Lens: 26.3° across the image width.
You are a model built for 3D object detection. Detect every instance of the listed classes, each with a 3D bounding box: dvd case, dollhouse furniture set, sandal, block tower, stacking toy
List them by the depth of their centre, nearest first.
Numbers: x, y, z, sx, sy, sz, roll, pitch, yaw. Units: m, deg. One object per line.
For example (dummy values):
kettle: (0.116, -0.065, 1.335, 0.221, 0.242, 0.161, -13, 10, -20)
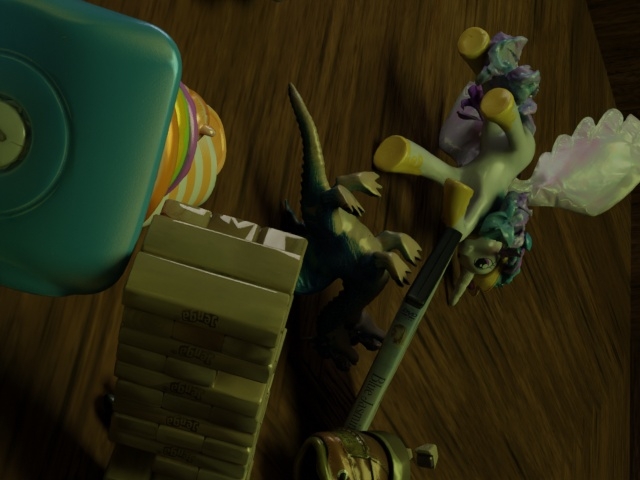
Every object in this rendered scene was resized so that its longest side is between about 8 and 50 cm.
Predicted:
block tower: (-0.083, 0.117, 0.878, 0.335, 0.097, 0.091, 107, 0, -47)
stacking toy: (-0.140, -0.074, 0.883, 0.302, 0.175, 0.165, -26, 135, -74)
sandal: (-0.113, -0.075, 1.086, 0.265, 0.076, 0.102, -34, 116, -66)
dvd case: (0.070, 0.122, 1.389, 0.253, 0.022, 0.180, -67, 172, 28)
dollhouse furniture set: (0.080, 0.285, 1.498, 0.081, 0.091, 0.114, -33, 119, -50)

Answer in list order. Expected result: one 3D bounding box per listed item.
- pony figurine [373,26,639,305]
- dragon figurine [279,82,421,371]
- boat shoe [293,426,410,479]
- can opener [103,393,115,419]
pony figurine: (0.238, -0.113, 1.816, 0.351, 0.303, 0.363, -54, 149, -13)
dragon figurine: (0.000, 0.000, 1.343, 0.289, 0.144, 0.085, 55, 30, -18)
boat shoe: (0.007, 0.327, 1.272, 0.104, 0.111, 0.307, 8, 81, -41)
can opener: (-0.114, 0.166, 1.065, 0.059, 0.073, 0.186, -48, 139, -10)
